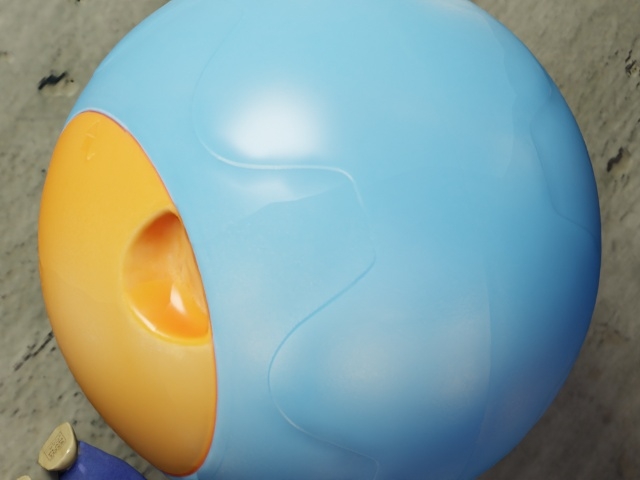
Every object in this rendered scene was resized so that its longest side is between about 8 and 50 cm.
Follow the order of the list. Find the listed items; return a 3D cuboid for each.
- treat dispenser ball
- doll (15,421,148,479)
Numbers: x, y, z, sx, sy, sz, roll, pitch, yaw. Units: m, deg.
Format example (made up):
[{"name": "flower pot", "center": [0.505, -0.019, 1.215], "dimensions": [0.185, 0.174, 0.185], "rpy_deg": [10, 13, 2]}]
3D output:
[{"name": "treat dispenser ball", "center": [0.000, 0.000, 0.759], "dimensions": [0.288, 0.288, 0.288], "rpy_deg": [-3, 97, -27]}, {"name": "doll", "center": [-0.093, 0.184, 0.866], "dimensions": [0.189, 0.046, 0.129], "rpy_deg": [42, 77, -24]}]
